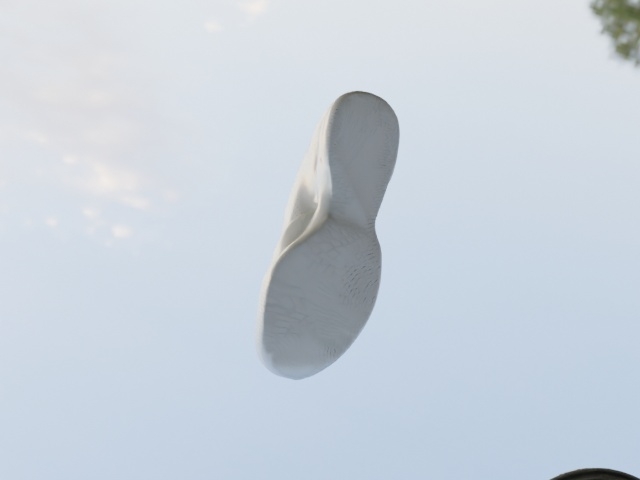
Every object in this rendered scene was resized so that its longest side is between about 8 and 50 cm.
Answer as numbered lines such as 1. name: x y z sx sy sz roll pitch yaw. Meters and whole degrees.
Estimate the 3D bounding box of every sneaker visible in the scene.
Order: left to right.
1. sneaker: 0.000 0.000 0.929 0.080 0.212 0.094 22 167 -18

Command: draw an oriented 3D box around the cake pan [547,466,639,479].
1. cake pan: 0.242 0.321 0.984 0.293 0.054 0.293 11 -109 -33
